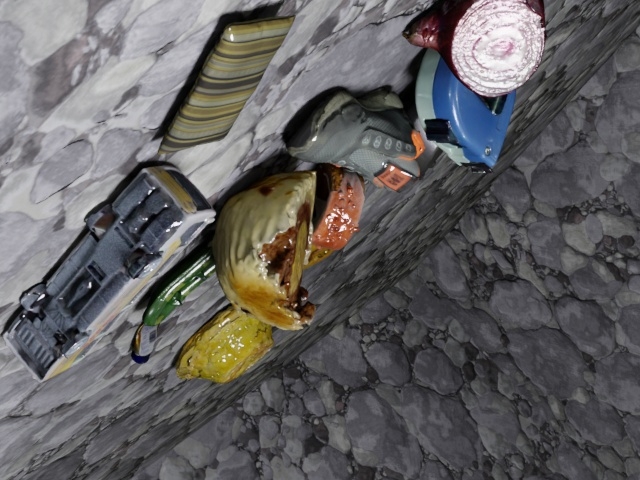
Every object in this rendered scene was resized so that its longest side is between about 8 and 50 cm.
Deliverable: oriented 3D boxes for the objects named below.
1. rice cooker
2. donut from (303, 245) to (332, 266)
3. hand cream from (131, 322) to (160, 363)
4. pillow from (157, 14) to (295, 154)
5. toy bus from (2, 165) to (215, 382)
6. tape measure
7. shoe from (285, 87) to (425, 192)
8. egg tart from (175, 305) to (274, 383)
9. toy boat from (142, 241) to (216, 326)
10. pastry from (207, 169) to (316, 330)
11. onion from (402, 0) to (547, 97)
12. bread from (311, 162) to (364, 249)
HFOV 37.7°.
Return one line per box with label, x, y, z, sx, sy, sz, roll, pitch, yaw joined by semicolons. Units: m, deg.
rice cooker;0.181;-0.203;1.734;0.203;0.118;0.142;-56;-177;30
donut;0.000;0.000;2.099;0.162;0.065;0.178;-43;171;33
hand cream;-0.317;0.172;1.753;0.062;0.039;0.163;-27;157;-46
pillow;-0.111;-0.177;1.070;0.113;0.038;0.203;-24;160;-48
toy bus;-0.275;0.047;1.221;0.342;0.097;0.138;-45;171;21
tape measure;0.279;-0.313;1.628;0.215;0.097;0.352;30;71;-46
shoe;0.077;-0.142;1.505;0.132;0.171;0.336;-46;169;27
egg tart;-0.201;0.241;2.185;0.294;0.123;0.294;-41;169;-10
toy boat;-0.226;0.068;1.600;0.210;0.052;0.104;-42;172;-3
pastry;-0.092;0.003;1.504;0.256;0.170;0.237;77;19;-59
onion;0.233;-0.329;1.445;0.217;0.140;0.195;-2;139;2
bread;0.019;-0.059;1.676;0.160;0.073;0.161;-50;-150;43
